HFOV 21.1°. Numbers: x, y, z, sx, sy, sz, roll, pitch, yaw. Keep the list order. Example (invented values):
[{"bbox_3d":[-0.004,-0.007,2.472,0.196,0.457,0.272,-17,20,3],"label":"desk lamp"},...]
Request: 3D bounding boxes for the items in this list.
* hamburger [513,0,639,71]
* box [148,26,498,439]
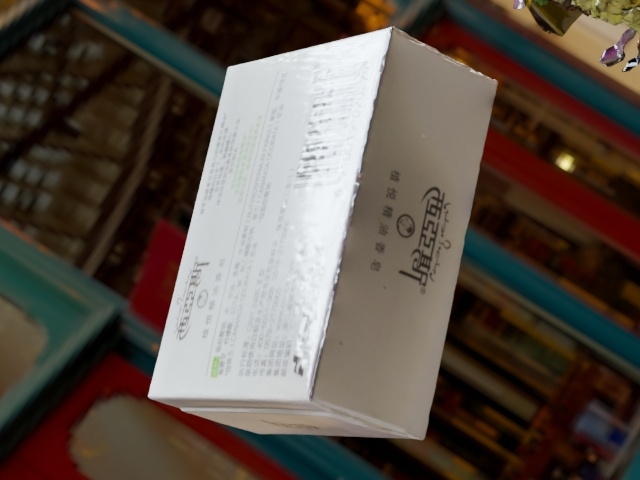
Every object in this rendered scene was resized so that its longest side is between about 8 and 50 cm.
[{"bbox_3d":[0.190,-0.201,0.883,0.243,0.138,0.261,-35,-37,2],"label":"hamburger"},{"bbox_3d":[0.000,0.000,1.185,0.194,0.111,0.260,-5,70,53],"label":"box"}]
